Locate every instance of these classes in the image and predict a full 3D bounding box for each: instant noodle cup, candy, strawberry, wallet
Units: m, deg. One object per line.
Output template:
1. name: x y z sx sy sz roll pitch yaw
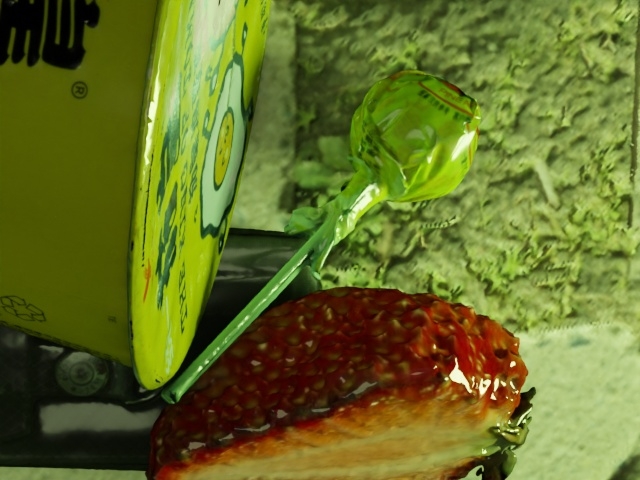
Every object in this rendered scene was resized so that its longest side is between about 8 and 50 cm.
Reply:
1. instant noodle cup: -0.174 -0.101 0.865 0.254 0.325 0.325 10 100 5
2. candy: -0.002 -0.001 0.960 0.077 0.073 0.262 42 71 6
3. strawberry: 0.016 0.086 0.991 0.236 0.107 0.175 13 136 -36
4. wallet: -0.124 0.067 1.019 0.245 0.052 0.168 3 104 -6
